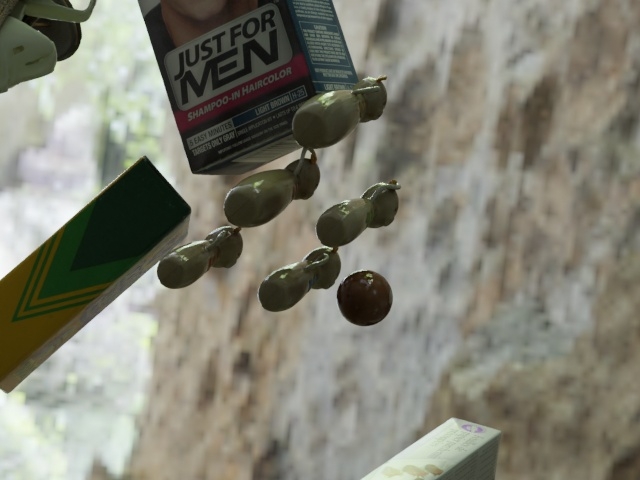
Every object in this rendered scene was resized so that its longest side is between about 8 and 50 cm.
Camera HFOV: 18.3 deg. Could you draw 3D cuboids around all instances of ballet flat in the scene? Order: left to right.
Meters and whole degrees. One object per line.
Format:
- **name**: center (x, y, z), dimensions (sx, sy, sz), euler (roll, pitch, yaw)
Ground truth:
- **ballet flat**: center (-0.271, -0.213, 1.815), dimensions (0.316, 0.106, 0.107), euler (-60, 177, -25)

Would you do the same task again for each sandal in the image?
- **sandal**: center (-0.358, -0.288, 2.242), dimensions (0.090, 0.219, 0.060), euler (-34, -177, 37)

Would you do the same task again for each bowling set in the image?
- **bowling set**: center (0.000, 0.000, 1.920), dimensions (0.287, 0.200, 0.154), euler (-42, 174, 28)

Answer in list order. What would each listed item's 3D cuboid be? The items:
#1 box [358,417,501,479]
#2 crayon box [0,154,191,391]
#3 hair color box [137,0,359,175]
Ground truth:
- **box**: center (0.103, 0.260, 2.077), dimensions (0.324, 0.063, 0.067), euler (-23, 123, -63)
- **crayon box**: center (-0.281, 0.058, 2.097), dimensions (0.323, 0.083, 0.203), euler (-41, 178, -8)
- **hair color box**: center (-0.093, -0.257, 2.041), dimensions (0.174, 0.105, 0.347), euler (-23, -100, 29)
